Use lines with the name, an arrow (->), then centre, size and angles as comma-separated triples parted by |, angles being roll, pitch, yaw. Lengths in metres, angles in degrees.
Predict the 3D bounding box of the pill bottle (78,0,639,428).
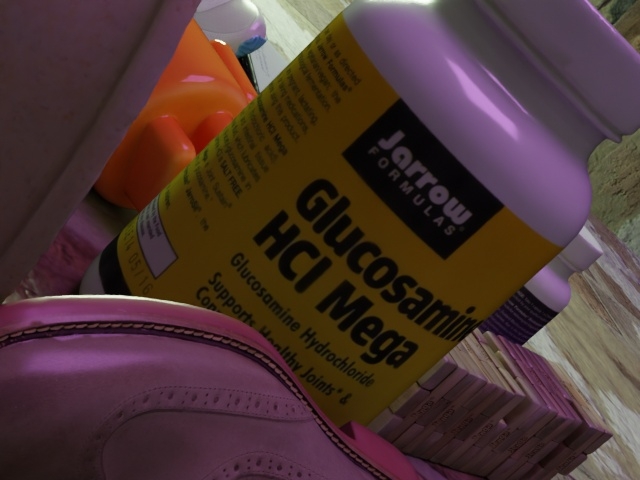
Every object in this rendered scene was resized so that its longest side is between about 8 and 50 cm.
pill bottle -> 0.032, -0.022, 0.835 | 0.188, 0.334, 0.188 | 42, 15, -14

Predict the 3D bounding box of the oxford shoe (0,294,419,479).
oxford shoe -> -0.038, 0.131, 0.660 | 0.348, 0.123, 0.130 | 31, 26, -44

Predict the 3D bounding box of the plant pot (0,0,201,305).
plant pot -> -0.227, -0.169, 0.619 | 0.305, 0.334, 0.334 | 28, 20, -22

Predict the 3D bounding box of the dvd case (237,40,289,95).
dvd case -> -0.010, -0.103, 1.445 | 0.253, 0.022, 0.180 | 45, 21, -44

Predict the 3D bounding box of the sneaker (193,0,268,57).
sneaker -> -0.132, -0.255, 1.367 | 0.229, 0.087, 0.092 | 47, -27, 31

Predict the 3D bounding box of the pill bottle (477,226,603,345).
pill bottle -> 0.157, 0.046, 1.294 | 0.108, 0.193, 0.108 | 43, 15, -14

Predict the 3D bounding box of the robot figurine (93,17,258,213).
robot figurine -> -0.134, -0.111, 1.025 | 0.219, 0.158, 0.128 | 56, -4, 32

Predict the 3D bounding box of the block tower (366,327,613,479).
block tower -> 0.124, 0.129, 1.185 | 0.335, 0.091, 0.097 | 27, 23, -51
